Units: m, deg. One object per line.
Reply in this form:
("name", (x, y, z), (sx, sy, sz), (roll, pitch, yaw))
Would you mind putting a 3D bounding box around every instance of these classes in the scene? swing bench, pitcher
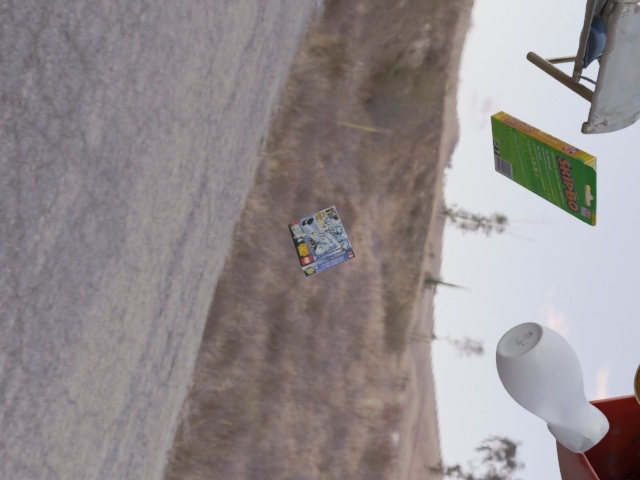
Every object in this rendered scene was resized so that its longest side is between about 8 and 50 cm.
("swing bench", (0.481, -0.354, 1.360), (0.255, 0.165, 0.253), (-109, -166, -45))
("pitcher", (0.361, 0.230, 1.357), (0.125, 0.207, 0.178), (-41, -158, -11))

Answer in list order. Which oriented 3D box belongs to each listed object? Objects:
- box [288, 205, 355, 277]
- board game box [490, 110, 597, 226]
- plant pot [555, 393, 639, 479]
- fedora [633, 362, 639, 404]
("box", (0.000, 0.000, 1.457), (0.137, 0.094, 0.027), (-109, 177, -54))
("board game box", (0.398, -0.129, 1.449), (0.259, 0.039, 0.124), (45, -24, 49))
("plant pot", (0.572, 0.451, 1.449), (0.267, 0.267, 0.236), (-109, -165, -54))
("fedora", (0.505, 0.196, 1.053), (0.079, 0.194, 0.194), (-81, -178, -58))
